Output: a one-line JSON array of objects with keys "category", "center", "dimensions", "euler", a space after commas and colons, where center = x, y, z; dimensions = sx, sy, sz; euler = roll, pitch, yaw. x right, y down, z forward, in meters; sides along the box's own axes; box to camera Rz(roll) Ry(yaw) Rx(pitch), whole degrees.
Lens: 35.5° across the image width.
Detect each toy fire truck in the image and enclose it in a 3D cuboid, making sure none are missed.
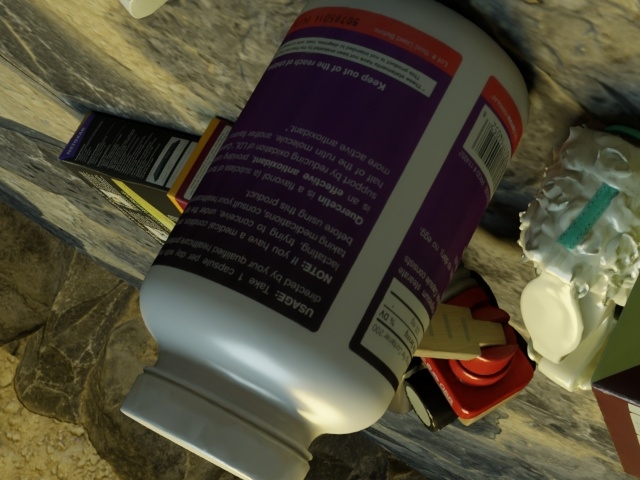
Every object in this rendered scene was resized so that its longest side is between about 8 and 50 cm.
[{"category": "toy fire truck", "center": [0.090, 0.047, 0.871], "dimensions": [0.217, 0.159, 0.246], "euler": [59, 168, 18]}]

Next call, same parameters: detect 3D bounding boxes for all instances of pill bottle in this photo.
[{"category": "pill bottle", "center": [0.000, 0.000, 0.674], "dimensions": [0.182, 0.322, 0.181], "euler": [27, 165, 8]}]

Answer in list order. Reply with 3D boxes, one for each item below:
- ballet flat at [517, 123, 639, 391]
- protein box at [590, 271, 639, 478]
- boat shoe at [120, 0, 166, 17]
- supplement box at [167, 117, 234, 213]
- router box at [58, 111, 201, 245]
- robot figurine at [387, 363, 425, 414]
[{"category": "ballet flat", "center": [0.217, 0.048, 0.819], "dimensions": [0.147, 0.147, 0.409], "euler": [21, 164, 25]}, {"category": "protein box", "center": [0.275, 0.056, 0.602], "dimensions": [0.136, 0.199, 0.201], "euler": [20, 163, 29]}, {"category": "boat shoe", "center": [-0.124, -0.222, 0.662], "dimensions": [0.070, 0.078, 0.219], "euler": [43, 167, 4]}, {"category": "supplement box", "center": [-0.050, -0.042, 1.054], "dimensions": [0.188, 0.104, 0.081], "euler": [23, 165, 20]}, {"category": "router box", "center": [-0.156, -0.035, 1.314], "dimensions": [0.243, 0.081, 0.309], "euler": [17, 161, 37]}, {"category": "robot figurine", "center": [-0.001, 0.084, 1.124], "dimensions": [0.278, 0.173, 0.209], "euler": [25, -167, 23]}]
